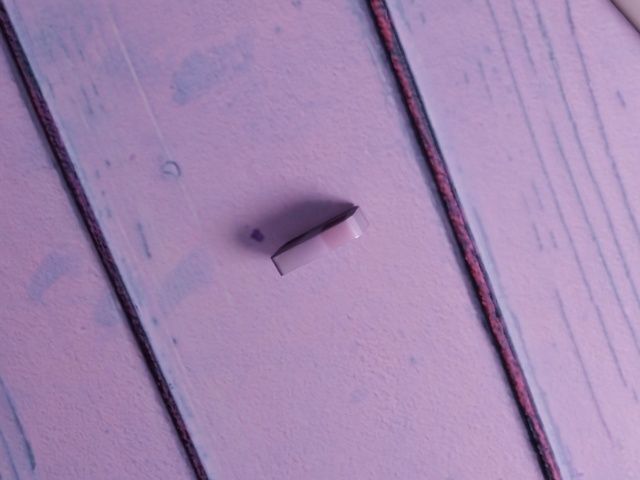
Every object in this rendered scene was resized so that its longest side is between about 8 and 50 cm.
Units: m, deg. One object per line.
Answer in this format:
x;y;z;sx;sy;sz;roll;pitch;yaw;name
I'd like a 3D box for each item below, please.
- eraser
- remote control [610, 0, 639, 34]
0.000;0.000;1.366;0.105;0.065;0.026;-27;100;19;eraser
0.361;-0.214;1.239;0.078;0.042;0.221;-41;95;20;remote control
